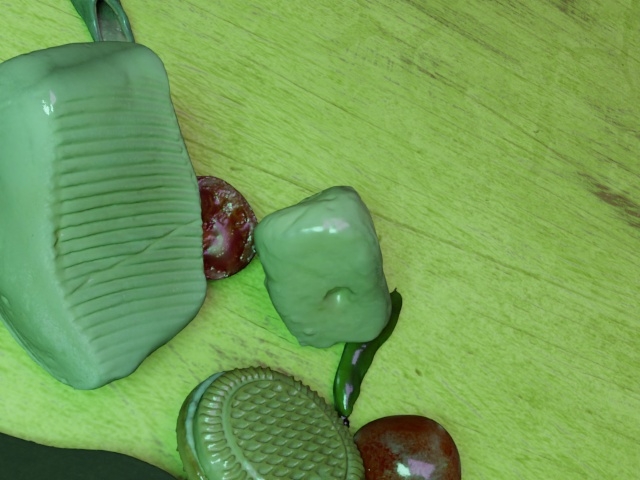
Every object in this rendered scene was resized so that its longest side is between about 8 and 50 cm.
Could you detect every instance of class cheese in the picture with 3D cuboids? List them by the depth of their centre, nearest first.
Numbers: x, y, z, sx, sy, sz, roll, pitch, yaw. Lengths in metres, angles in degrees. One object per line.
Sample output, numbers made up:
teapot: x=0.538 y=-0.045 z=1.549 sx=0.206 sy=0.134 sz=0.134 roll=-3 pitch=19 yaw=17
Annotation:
cheese: x=-0.002 y=0.000 z=0.944 sx=0.173 sy=0.248 sz=0.251 roll=-11 pitch=59 yaw=6

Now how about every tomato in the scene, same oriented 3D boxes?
tomato: x=0.116 y=0.321 z=0.898 sx=0.167 sy=0.167 sz=0.167 roll=11 pitch=61 yaw=-21
tomato: x=-0.172 y=-0.017 z=0.955 sx=0.159 sy=0.091 sz=0.139 roll=40 pitch=74 yaw=-18

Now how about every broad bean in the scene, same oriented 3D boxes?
broad bean: x=0.069 y=0.169 z=1.011 sx=0.065 sy=0.046 sz=0.255 roll=38 pitch=56 yaw=-13

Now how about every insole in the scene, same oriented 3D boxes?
insole: x=-0.305 y=0.271 z=0.723 sx=0.327 sy=0.007 sz=0.111 roll=14 pitch=43 yaw=5

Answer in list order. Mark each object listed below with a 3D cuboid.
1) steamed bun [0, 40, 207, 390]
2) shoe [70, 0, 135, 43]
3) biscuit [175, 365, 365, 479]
steamed bun: x=-0.299 y=-0.035 z=0.774 sx=0.247 sy=0.236 sz=0.384 roll=-40 pitch=131 yaw=-52
shoe: x=-0.352 y=-0.380 z=1.054 sx=0.079 sy=0.078 sz=0.195 roll=-18 pitch=79 yaw=-31
biscuit: x=-0.059 y=0.262 z=0.821 sx=0.259 sy=0.079 sz=0.259 roll=29 pitch=26 yaw=-16
